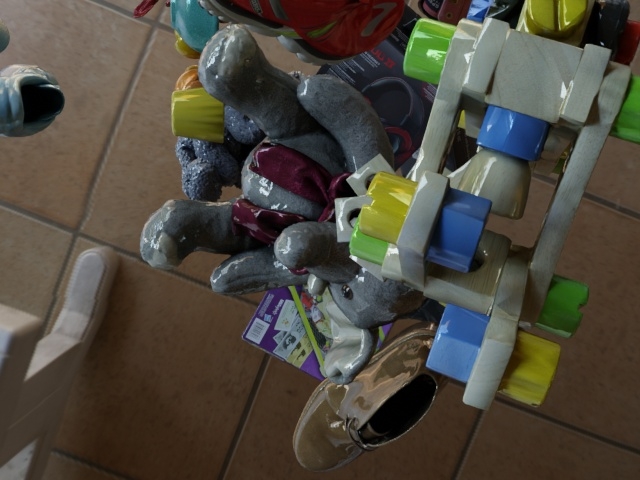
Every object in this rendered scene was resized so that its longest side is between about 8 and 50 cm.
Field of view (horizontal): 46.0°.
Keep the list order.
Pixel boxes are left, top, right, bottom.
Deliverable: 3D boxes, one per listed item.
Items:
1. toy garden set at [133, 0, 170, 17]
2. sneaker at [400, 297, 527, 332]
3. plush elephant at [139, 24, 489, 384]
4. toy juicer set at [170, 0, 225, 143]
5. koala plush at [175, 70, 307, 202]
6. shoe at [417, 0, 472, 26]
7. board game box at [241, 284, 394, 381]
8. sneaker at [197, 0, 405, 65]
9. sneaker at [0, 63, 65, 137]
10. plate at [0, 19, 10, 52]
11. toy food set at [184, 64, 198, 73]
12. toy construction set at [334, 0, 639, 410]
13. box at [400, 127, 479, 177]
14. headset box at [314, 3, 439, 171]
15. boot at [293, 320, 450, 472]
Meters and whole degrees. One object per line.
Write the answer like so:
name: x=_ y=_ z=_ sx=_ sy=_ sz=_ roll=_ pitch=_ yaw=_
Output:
toy garden set: x=-0.204 y=-0.424 z=1.062 sx=0.244 sy=0.049 sz=0.203 roll=-31 pitch=101 yaw=-2
sneaker: x=0.188 y=0.081 z=1.102 sx=0.286 sy=0.130 sz=0.109 roll=32 pitch=134 yaw=-4
plush elephant: x=0.009 y=-0.009 z=0.764 sx=0.330 sy=0.255 sz=0.271 roll=18 pitch=110 yaw=-33
toy juicer set: x=-0.138 y=-0.292 z=0.926 sx=0.090 sy=0.209 sz=0.328 roll=-1 pitch=104 yaw=-9
koala plush: x=-0.130 y=-0.197 z=1.239 sx=0.196 sy=0.203 sz=0.221 roll=-1 pitch=139 yaw=-32
shoe: x=0.120 y=-0.230 z=0.645 sx=0.081 sy=0.178 sz=0.063 roll=-38 pitch=56 yaw=7
board game box: x=0.045 y=0.059 z=1.239 sx=0.208 sy=0.056 sz=0.346 roll=26 pitch=76 yaw=14
sneaker: x=0.012 y=-0.204 z=0.609 sx=0.119 sy=0.279 sz=0.107 roll=3 pitch=98 yaw=32
sneaker: x=-0.531 y=-0.249 z=1.391 sx=0.150 sy=0.366 sz=0.135 roll=3 pitch=110 yaw=2
plate: x=-0.730 y=-0.437 z=1.528 sx=0.188 sy=0.188 sz=0.024 roll=33 pitch=133 yaw=-2
toy food set: x=-0.148 y=-0.246 z=1.436 sx=0.233 sy=0.104 sz=0.111 roll=11 pitch=77 yaw=-4
toy construction set: x=0.098 y=-0.038 z=0.456 sx=0.151 sy=0.327 sz=0.214 roll=18 pitch=92 yaw=-2
box: x=0.307 y=-0.295 z=1.603 sx=0.183 sy=0.296 sz=0.294 roll=30 pitch=66 yaw=35
headset box: x=0.111 y=-0.255 z=1.263 sx=0.218 sy=0.293 sz=0.110 roll=42 pitch=52 yaw=-3
boot: x=0.051 y=0.226 z=0.966 sx=0.112 sy=0.115 sz=0.305 roll=40 pitch=122 yaw=-4
